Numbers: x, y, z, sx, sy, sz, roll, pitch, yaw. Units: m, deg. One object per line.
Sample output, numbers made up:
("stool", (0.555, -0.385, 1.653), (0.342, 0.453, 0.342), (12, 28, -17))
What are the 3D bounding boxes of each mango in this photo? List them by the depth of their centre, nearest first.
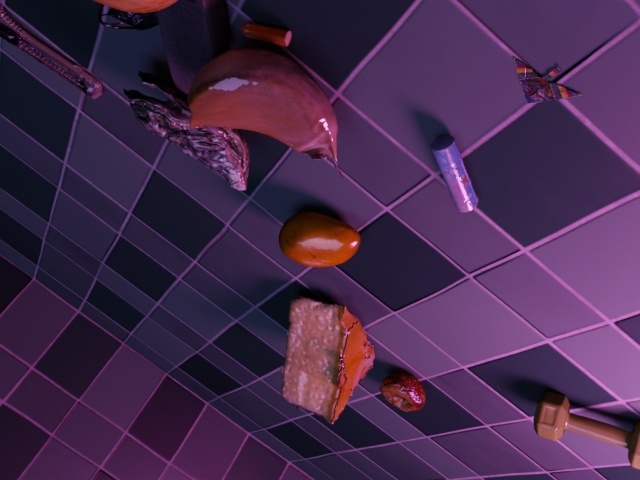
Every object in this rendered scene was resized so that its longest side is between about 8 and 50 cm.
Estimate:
("mango", (0.000, 0.000, 1.576), (0.219, 0.112, 0.145), (3, 132, 33))

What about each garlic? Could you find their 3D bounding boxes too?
("garlic", (-0.081, -0.261, 1.265), (0.338, 0.151, 0.196), (17, 125, -10))

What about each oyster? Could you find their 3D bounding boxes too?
("oyster", (-0.281, -0.247, 1.445), (0.351, 0.162, 0.158), (42, 123, -5))

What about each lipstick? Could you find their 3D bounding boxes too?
("lipstick", (0.259, -0.126, 1.256), (0.048, 0.048, 0.158), (1, 136, 38))

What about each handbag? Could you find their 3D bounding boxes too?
("handbag", (-0.375, -0.452, 1.275), (0.115, 0.139, 0.072), (29, 139, 7))

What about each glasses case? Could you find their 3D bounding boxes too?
("glasses case", (-0.246, -0.416, 1.273), (0.131, 0.074, 0.323), (21, 145, 15))

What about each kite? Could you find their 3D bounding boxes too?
("kite", (0.355, -0.251, 1.053), (0.122, 0.004, 0.090), (33, 148, -1))

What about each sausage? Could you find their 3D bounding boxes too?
("sausage", (-0.106, -0.389, 1.232), (0.107, 0.031, 0.031), (17, 144, 21))

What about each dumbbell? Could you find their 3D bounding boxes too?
("dumbbell", (0.690, 0.471, 1.621), (0.301, 0.122, 0.108), (14, 172, 27))

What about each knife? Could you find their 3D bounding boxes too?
("knife", (-0.695, -0.468, 1.608), (0.365, 0.043, 0.089), (36, 148, -7))

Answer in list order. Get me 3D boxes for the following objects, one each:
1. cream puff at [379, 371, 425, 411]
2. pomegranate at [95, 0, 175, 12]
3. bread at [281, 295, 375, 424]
("cream puff", (0.252, 0.453, 1.983), (0.149, 0.084, 0.149), (25, 146, 19))
("pomegranate", (-0.297, -0.512, 0.960), (0.342, 0.343, 0.343), (22, 146, 16))
("bread", (-0.010, 0.349, 1.911), (0.248, 0.279, 0.315), (17, 157, 34))
